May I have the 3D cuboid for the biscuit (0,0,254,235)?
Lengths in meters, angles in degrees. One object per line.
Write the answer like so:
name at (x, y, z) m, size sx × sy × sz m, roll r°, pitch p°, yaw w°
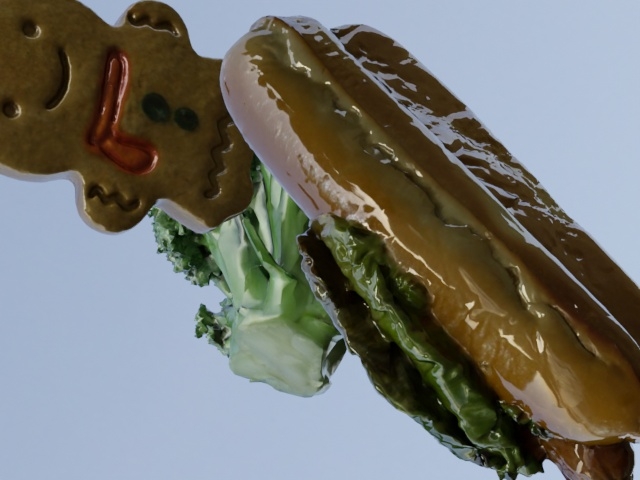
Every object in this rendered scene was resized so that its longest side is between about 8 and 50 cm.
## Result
biscuit at (-0.140, -0.088, 1.087) m, size 0.225 × 0.036 × 0.166 m, roll 20°, pitch -115°, yaw -17°

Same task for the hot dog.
hot dog at (0.022, 0.002, 0.346) m, size 0.056 × 0.133 × 0.041 m, roll 5°, pitch -52°, yaw -53°

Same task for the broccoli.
broccoli at (0.000, 0.000, 1.342) m, size 0.261 × 0.269 × 0.241 m, roll 90°, pitch -163°, yaw -45°
